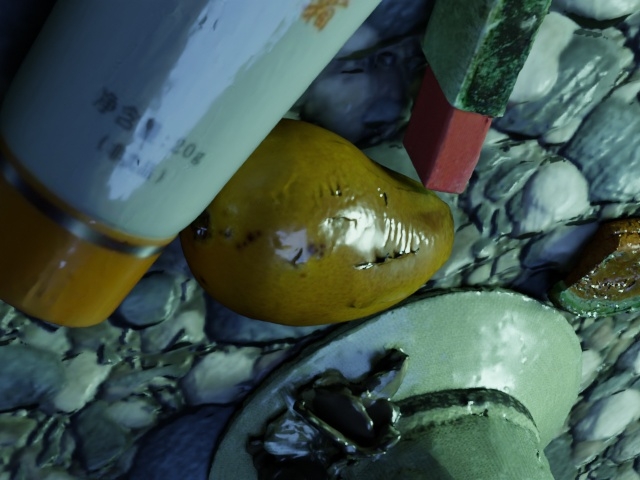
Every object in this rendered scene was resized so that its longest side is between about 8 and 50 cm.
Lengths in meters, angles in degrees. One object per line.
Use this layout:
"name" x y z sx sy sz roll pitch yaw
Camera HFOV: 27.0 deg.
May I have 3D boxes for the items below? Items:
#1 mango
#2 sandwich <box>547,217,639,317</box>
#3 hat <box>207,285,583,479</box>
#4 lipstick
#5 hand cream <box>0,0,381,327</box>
"mango" 0.000 0.003 0.643 0.159 0.084 0.105 22 124 -41
"sandwich" 0.183 0.017 0.794 0.101 0.026 0.069 -10 136 -18
"hat" 0.071 0.161 0.803 0.257 0.130 0.257 -14 136 -14
"lipstick" 0.089 -0.146 0.568 0.051 0.051 0.312 -4 135 -26
"hand cream" -0.030 -0.104 0.522 0.139 0.089 0.314 28 110 -19
